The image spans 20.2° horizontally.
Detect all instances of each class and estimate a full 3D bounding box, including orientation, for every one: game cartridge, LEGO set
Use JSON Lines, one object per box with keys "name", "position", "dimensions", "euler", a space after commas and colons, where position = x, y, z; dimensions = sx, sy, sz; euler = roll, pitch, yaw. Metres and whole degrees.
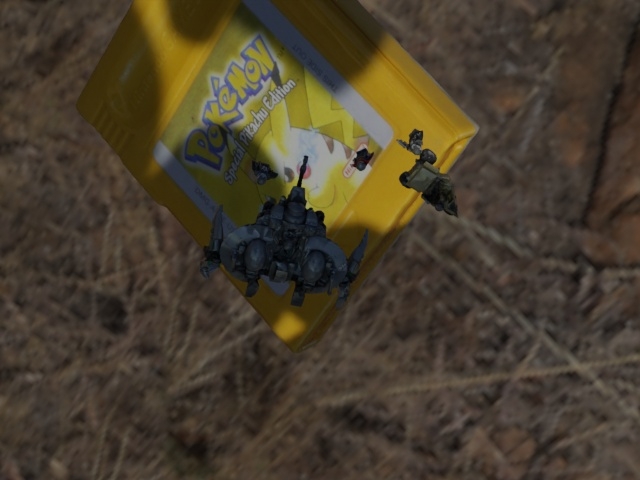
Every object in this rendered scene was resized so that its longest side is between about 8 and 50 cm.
{"name": "game cartridge", "position": [-0.052, -0.106, 1.560], "dimensions": [0.323, 0.285, 0.053], "euler": [46, 37, 15]}
{"name": "LEGO set", "position": [0.000, -0.002, 0.526], "dimensions": [0.054, 0.083, 0.023], "euler": [40, 27, -22]}
